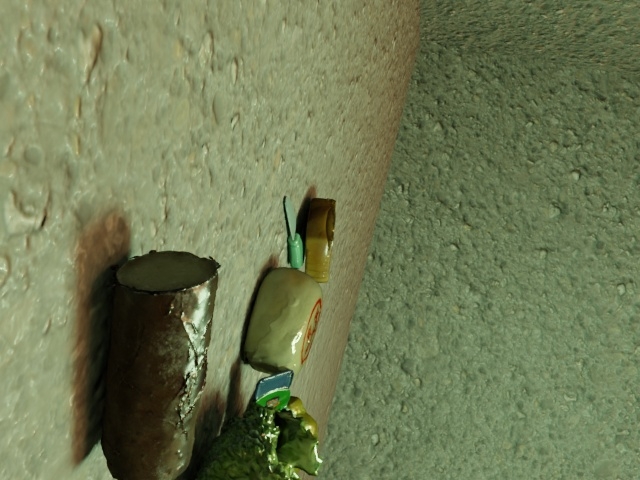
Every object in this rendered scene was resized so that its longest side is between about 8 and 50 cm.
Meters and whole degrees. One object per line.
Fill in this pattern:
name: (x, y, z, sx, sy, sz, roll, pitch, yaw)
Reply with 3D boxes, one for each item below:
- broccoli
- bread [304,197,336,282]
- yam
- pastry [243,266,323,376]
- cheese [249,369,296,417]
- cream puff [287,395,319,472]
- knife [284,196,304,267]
broccoli: (-0.121, 0.483, 1.263, 0.277, 0.317, 0.339, -2, 80, -72)
bread: (0.000, 0.000, 1.750, 0.236, 0.070, 0.236, 5, 90, -89)
yam: (-0.200, 0.151, 0.809, 0.131, 0.131, 0.280, -51, 154, -68)
pastry: (-0.078, 0.189, 1.504, 0.265, 0.133, 0.265, 15, 90, -83)
cheese: (-0.126, 0.413, 1.457, 0.203, 0.083, 0.321, -10, 129, -37)
cream puff: (-0.099, 0.485, 1.648, 0.194, 0.194, 0.221, 21, 86, -80)
knife: (-0.063, -0.027, 1.600, 0.260, 0.034, 0.063, 85, 16, -50)
